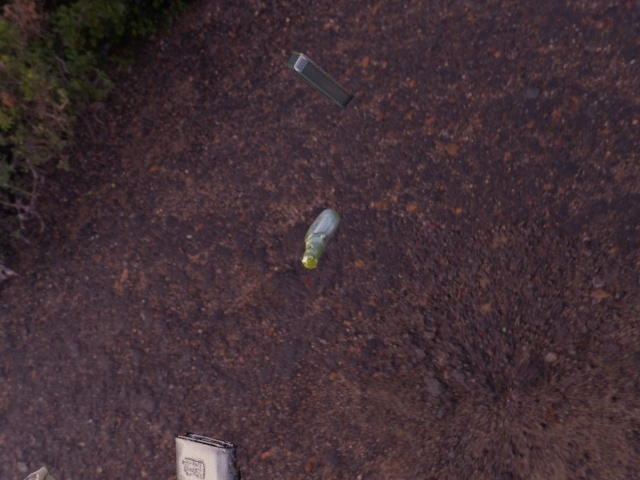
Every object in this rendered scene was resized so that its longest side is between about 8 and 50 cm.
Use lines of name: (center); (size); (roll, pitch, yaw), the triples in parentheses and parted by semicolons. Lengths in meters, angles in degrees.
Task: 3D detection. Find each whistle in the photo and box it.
whistle: (0.000, 0.000, 1.153); (0.057, 0.198, 0.104); (35, 121, -12)

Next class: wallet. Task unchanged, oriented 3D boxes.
wallet: (-0.207, 0.532, 0.942); (0.169, 0.044, 0.317); (-6, 87, 40)

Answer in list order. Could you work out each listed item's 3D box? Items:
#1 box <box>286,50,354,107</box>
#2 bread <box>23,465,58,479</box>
box: (-0.002, -0.289, 0.912); (0.031, 0.126, 0.091); (-53, 28, 10)
bread: (-0.726, 0.667, 1.210); (0.232, 0.128, 0.088); (-37, 34, -25)
